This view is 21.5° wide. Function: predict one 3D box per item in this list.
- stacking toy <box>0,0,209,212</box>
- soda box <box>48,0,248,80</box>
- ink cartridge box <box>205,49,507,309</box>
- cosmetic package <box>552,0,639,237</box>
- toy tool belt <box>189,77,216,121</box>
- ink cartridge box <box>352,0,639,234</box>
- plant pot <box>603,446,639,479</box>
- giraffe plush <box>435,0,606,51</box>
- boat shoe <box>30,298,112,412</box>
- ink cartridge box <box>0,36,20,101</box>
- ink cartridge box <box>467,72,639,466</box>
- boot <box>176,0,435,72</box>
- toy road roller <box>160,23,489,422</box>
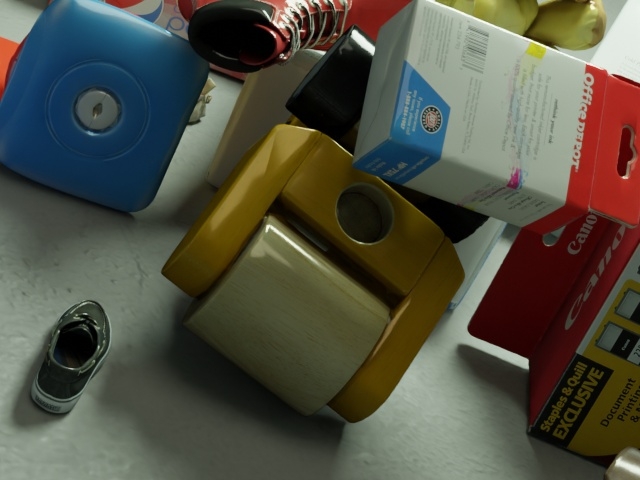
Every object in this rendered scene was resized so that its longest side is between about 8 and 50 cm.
[{"bbox_3d":[-0.217,-0.165,1.623,0.165,0.175,0.302,21,16,-15],"label":"stacking toy"},{"bbox_3d":[-0.163,-0.265,1.883,0.263,0.092,0.083,19,27,-12],"label":"soda box"},{"bbox_3d":[0.086,-0.132,1.779,0.285,0.166,0.395,28,28,2],"label":"ink cartridge box"},{"bbox_3d":[0.442,-0.069,1.875,0.377,0.284,0.097,31,-15,8],"label":"cosmetic package"},{"bbox_3d":[-0.151,-0.163,1.758,0.083,0.051,0.052,31,27,10],"label":"toy tool belt"},{"bbox_3d":[0.153,-0.092,1.387,0.231,0.078,0.134,19,67,-18],"label":"ink cartridge box"},{"bbox_3d":[0.281,0.249,1.292,0.165,0.167,0.167,28,26,19],"label":"plant pot"},{"bbox_3d":[0.167,-0.252,1.741,0.210,0.181,0.170,-29,41,-18],"label":"giraffe plush"},{"bbox_3d":[-0.186,0.081,1.302,0.049,0.040,0.142,23,27,-6],"label":"boat shoe"},{"bbox_3d":[-0.374,-0.203,1.634,0.232,0.066,0.189,16,29,-12],"label":"ink cartridge box"},{"bbox_3d":[0.309,0.048,1.495,0.271,0.309,0.130,23,27,-5],"label":"ink cartridge box"},{"bbox_3d":[-0.003,-0.191,1.515,0.244,0.088,0.176,2,24,-12],"label":"boot"},{"bbox_3d":[0.000,0.000,1.470,0.202,0.240,0.330,39,62,-8],"label":"toy road roller"}]
